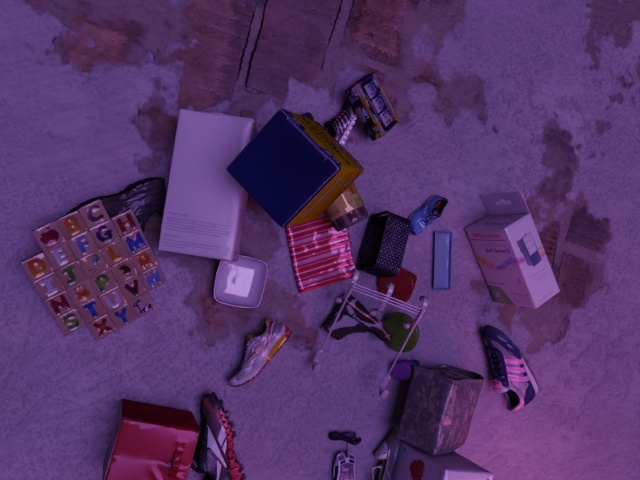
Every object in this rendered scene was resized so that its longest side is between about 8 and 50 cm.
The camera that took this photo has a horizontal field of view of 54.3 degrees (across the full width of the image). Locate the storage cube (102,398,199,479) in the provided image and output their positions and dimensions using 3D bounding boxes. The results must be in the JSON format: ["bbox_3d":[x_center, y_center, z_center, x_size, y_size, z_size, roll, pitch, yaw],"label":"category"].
[{"bbox_3d":[-0.432,0.526,1.582,0.193,0.215,0.183,16,86,-17],"label":"storage cube"}]

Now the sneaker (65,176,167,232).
[{"bbox_3d":[-0.513,-0.063,1.586,0.286,0.109,0.130,-23,107,-18],"label":"sneaker"}]

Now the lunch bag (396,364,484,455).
[{"bbox_3d":[0.388,0.517,1.943,0.287,0.169,0.235,16,89,-50],"label":"lunch bag"}]

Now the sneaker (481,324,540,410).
[{"bbox_3d":[0.610,0.430,2.069,0.131,0.112,0.319,-40,105,-20],"label":"sneaker"}]

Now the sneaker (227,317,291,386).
[{"bbox_3d":[-0.184,0.317,1.757,0.093,0.088,0.225,40,76,2],"label":"sneaker"}]

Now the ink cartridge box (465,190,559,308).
[{"bbox_3d":[0.598,0.028,1.998,0.119,0.207,0.353,-29,101,-21],"label":"ink cartridge box"}]

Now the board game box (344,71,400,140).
[{"bbox_3d":[0.155,-0.398,1.848,0.170,0.048,0.141,60,37,-13],"label":"board game box"}]

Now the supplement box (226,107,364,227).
[{"bbox_3d":[-0.047,-0.177,1.555,0.194,0.356,0.195,46,103,5],"label":"supplement box"}]

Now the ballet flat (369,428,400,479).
[{"bbox_3d":[0.193,0.688,1.926,0.068,0.072,0.213,13,87,-17],"label":"ballet flat"}]

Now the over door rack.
[{"bbox_3d":[0.138,0.261,1.806,0.240,0.108,0.324,21,102,-6],"label":"over door rack"}]

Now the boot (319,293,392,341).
[{"bbox_3d":[0.106,0.270,1.880,0.198,0.077,0.137,42,81,-5],"label":"boot"}]

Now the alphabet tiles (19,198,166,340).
[{"bbox_3d":[-0.556,0.080,1.560,0.285,0.011,0.342,-29,121,-19],"label":"alphabet tiles"}]

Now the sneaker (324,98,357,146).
[{"bbox_3d":[0.053,-0.346,1.833,0.075,0.063,0.170,22,88,-28],"label":"sneaker"}]

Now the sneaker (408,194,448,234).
[{"bbox_3d":[0.338,-0.083,1.957,0.063,0.073,0.162,45,75,-18],"label":"sneaker"}]

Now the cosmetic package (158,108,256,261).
[{"bbox_3d":[-0.286,-0.138,1.621,0.197,0.155,0.365,10,87,-1],"label":"cosmetic package"}]

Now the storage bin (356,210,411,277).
[{"bbox_3d":[0.189,0.013,1.862,0.084,0.122,0.180,19,77,-23],"label":"storage bin"}]

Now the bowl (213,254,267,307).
[{"bbox_3d":[-0.228,0.112,1.736,0.142,0.053,0.141,14,86,-24],"label":"bowl"}]

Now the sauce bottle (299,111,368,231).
[{"bbox_3d":[0.016,-0.198,1.778,0.111,0.111,0.344,-27,91,-20],"label":"sauce bottle"}]

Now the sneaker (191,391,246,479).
[{"bbox_3d":[-0.297,0.555,1.698,0.135,0.098,0.275,-14,99,-24],"label":"sneaker"}]

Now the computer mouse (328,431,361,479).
[{"bbox_3d":[0.069,0.676,1.889,0.106,0.042,0.192,8,83,-28],"label":"computer mouse"}]

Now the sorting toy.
[{"bbox_3d":[0.272,0.248,1.945,0.126,0.127,0.365,-15,102,-52],"label":"sorting toy"}]

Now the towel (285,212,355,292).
[{"bbox_3d":[0.000,0.000,1.841,0.199,0.031,0.274,-14,97,-21],"label":"towel"}]

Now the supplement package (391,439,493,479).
[{"bbox_3d":[0.345,0.724,1.869,0.175,0.293,0.177,14,86,-23],"label":"supplement package"}]

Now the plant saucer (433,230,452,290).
[{"bbox_3d":[0.393,0.065,2.016,0.067,0.018,0.191,1,91,-23],"label":"plant saucer"}]
